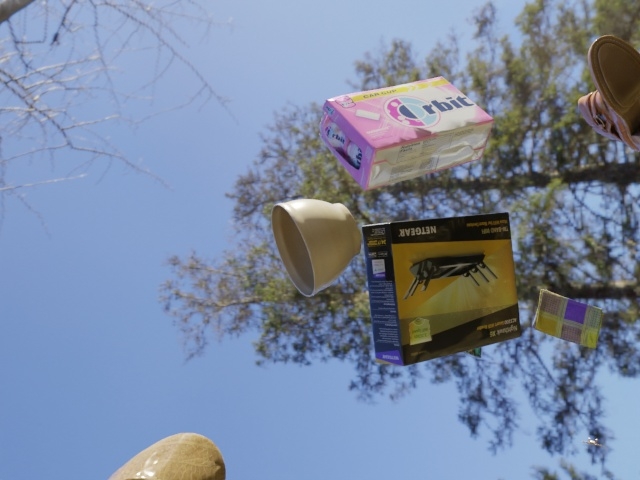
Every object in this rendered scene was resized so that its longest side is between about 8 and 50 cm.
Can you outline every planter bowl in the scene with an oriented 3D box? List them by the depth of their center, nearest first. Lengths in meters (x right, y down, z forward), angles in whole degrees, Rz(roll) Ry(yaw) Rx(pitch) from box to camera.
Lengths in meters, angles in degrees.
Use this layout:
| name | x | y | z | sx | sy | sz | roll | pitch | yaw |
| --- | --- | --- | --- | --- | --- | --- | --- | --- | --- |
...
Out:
| name | x | y | z | sx | sy | sz | roll | pitch | yaw |
| --- | --- | --- | --- | --- | --- | --- | --- | --- | --- |
| planter bowl | 0.000 | 0.000 | 1.181 | 0.109 | 0.162 | 0.162 | -20 | -77 | -19 |

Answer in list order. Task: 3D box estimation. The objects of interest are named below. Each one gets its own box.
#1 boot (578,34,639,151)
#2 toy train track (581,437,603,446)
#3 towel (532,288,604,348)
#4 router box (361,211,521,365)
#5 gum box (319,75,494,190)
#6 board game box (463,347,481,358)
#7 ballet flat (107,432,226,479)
| name | x | y | z | sx | sy | sz | roll | pitch | yaw |
| --- | --- | --- | --- | --- | --- | --- | --- | --- | --- |
| boot | 0.414 | -0.205 | 1.016 | 0.073 | 0.152 | 0.197 | -38 | -73 | 2 |
| toy train track | 0.626 | 0.464 | 1.627 | 0.083 | 0.048 | 0.014 | 43 | -122 | -64 |
| towel | 0.314 | 0.099 | 0.897 | 0.009 | 0.083 | 0.060 | 90 | -157 | -60 |
| router box | 0.226 | 0.079 | 1.281 | 0.308 | 0.081 | 0.243 | -7 | -90 | -36 |
| gum box | 0.100 | -0.132 | 0.856 | 0.188 | 0.107 | 0.062 | -17 | -41 | -27 |
| board game box | 0.367 | 0.187 | 1.720 | 0.126 | 0.026 | 0.186 | 27 | -115 | -57 |
| ballet flat | -0.220 | 0.304 | 0.615 | 0.342 | 0.124 | 0.116 | -40 | -104 | -16 |
